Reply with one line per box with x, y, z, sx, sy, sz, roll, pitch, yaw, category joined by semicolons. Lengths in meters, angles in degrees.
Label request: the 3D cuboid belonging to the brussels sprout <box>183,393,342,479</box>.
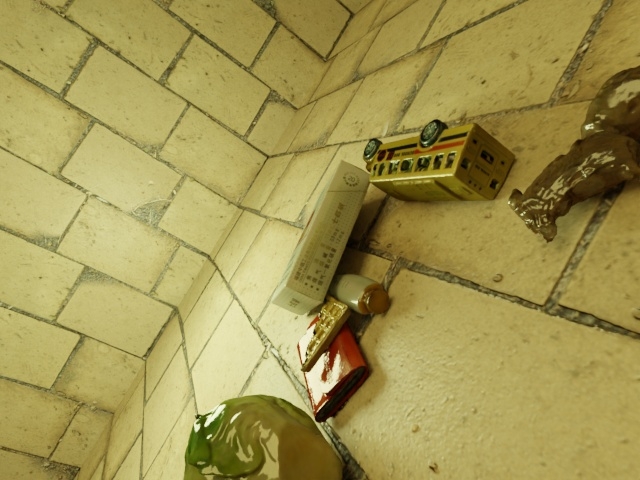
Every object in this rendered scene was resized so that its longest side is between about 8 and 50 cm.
-0.114;0.385;0.641;0.294;0.227;0.259;-35;46;28;brussels sprout

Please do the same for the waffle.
-0.004;0.180;0.801;0.152;0.023;0.097;-54;24;-11;waffle

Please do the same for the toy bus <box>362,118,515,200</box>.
0.199;-0.144;0.802;0.335;0.121;0.123;11;77;64;toy bus

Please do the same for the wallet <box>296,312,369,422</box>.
0.014;0.228;0.794;0.142;0.045;0.204;-51;24;12;wallet

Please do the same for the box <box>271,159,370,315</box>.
0.000;0.000;0.970;0.330;0.095;0.210;-65;6;-22;box

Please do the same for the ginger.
0.360;-0.128;0.500;0.290;0.084;0.122;-48;18;20;ginger

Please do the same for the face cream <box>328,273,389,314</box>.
0.072;0.105;0.824;0.072;0.051;0.182;-55;22;-10;face cream
